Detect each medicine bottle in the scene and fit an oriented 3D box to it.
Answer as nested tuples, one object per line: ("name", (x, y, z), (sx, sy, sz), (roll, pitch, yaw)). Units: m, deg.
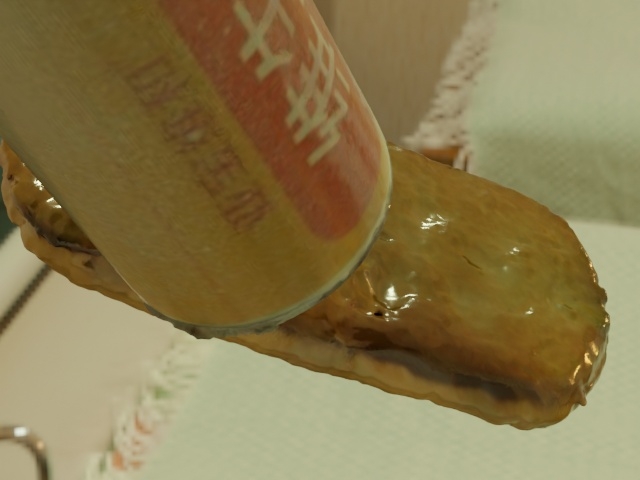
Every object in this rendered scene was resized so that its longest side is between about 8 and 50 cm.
("medicine bottle", (-0.092, -0.125, 0.324), (0.108, 0.426, 0.108), (-11, 55, 17))

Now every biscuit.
("biscuit", (0.000, 0.000, 0.597), (0.247, 0.029, 0.118), (19, 42, -15))
